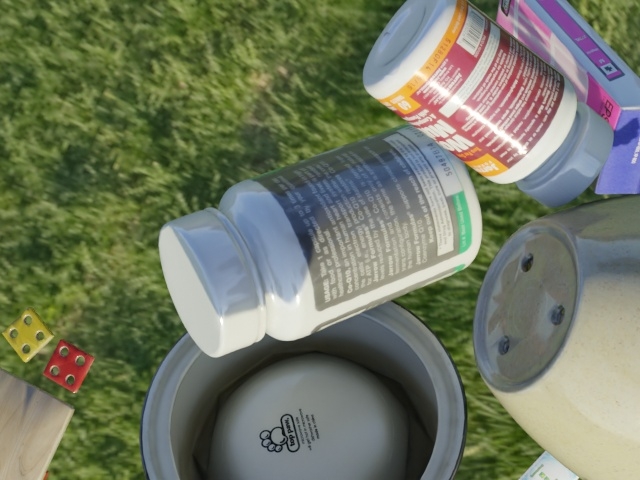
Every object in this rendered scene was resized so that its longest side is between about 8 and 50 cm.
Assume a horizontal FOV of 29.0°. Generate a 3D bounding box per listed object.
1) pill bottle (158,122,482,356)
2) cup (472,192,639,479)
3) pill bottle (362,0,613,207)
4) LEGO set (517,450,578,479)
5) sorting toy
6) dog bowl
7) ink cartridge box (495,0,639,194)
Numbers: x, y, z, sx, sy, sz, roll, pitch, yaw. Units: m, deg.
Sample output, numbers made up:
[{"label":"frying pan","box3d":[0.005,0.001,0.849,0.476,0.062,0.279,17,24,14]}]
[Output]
[{"label":"pill bottle","box3d":[0.000,0.000,1.523,0.361,0.204,0.204,-21,62,-23]},{"label":"cup","box3d":[0.286,0.090,1.171,0.331,0.237,0.331,-46,35,47]},{"label":"pill bottle","box3d":[0.158,-0.129,1.148,0.121,0.221,0.121,-47,22,25]},{"label":"LEGO set","box3d":[0.366,0.268,1.427,0.182,0.060,0.244,43,104,10]},{"label":"sorting toy","box3d":[-0.359,0.217,1.443,0.132,0.046,0.275,24,90,15]},{"label":"dog bowl","box3d":[-0.016,0.258,1.584,0.407,0.150,0.408,-3,55,5]},{"label":"ink cartridge box","box3d":[0.364,-0.198,1.718,0.069,0.176,0.371,-24,57,-19]}]
